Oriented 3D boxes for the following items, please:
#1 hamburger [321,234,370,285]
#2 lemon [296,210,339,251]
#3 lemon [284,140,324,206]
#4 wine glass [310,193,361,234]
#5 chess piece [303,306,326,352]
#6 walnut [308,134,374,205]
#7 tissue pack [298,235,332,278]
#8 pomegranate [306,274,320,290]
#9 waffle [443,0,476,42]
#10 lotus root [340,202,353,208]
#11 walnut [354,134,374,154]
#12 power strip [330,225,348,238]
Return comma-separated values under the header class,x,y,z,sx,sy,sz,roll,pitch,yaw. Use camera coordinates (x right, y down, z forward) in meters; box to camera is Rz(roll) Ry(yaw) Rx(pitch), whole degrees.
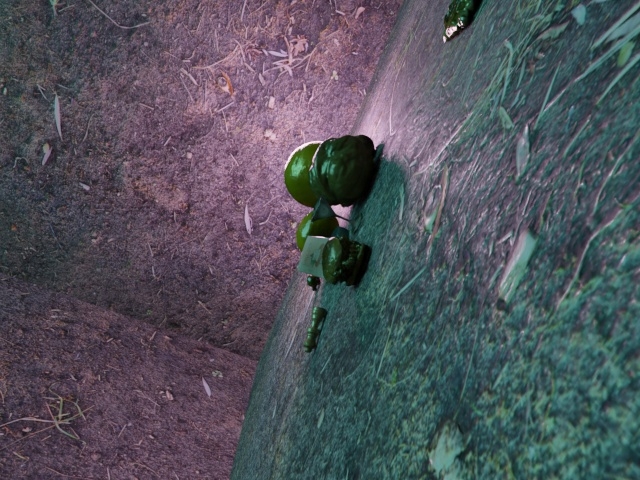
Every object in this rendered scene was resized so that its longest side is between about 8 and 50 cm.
class,x,y,z,sx,sy,sz,roll,pitch,yaw
hamburger,0.070,0.065,1.384,0.185,0.131,0.159,174,113,-79
lemon,-0.013,-0.031,2.119,0.204,0.204,0.260,-132,65,-83
lemon,-0.007,-0.314,2.150,0.348,0.347,0.348,-159,90,-84
wine glass,0.064,-0.098,1.747,0.122,0.182,0.122,-160,90,-81
chess piece,-0.024,0.338,1.680,0.060,0.060,0.172,124,163,-66
walnut,0.088,-0.287,1.854,0.253,0.281,0.277,44,-129,-54
tissue pack,0.003,0.068,1.851,0.325,0.071,0.170,7,81,67
pomegranate,-0.032,0.204,2.183,0.073,0.073,0.085,126,128,-69
waffle,0.408,-0.688,1.264,0.223,0.054,0.204,-97,28,-79
lotus root,0.134,-0.223,2.014,0.165,0.088,0.088,-62,6,-1
walnut,0.179,-0.412,2.031,0.162,0.140,0.140,-95,25,-56
power strip,0.055,0.043,1.967,0.168,0.054,0.253,-75,9,-59
